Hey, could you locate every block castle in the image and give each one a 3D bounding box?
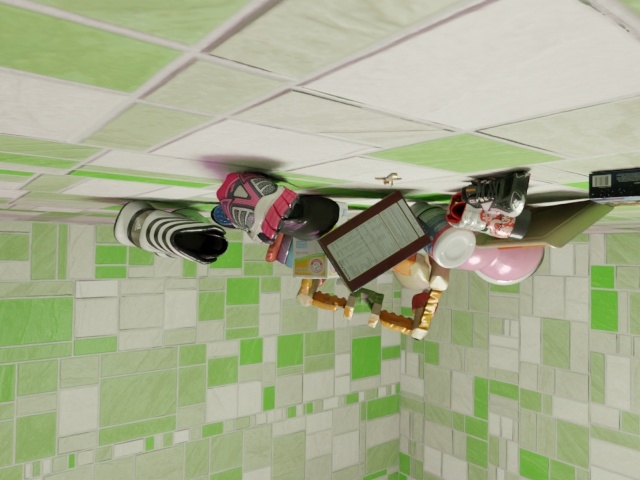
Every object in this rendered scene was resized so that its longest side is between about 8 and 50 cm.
[{"bbox_3d":[0.164,0.091,1.533,0.454,0.302,0.212,16,-142,8],"label":"block castle"}]

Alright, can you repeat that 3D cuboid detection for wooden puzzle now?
[{"bbox_3d":[0.512,-0.032,1.151,0.221,0.044,0.239,-29,-166,-23],"label":"wooden puzzle"}]

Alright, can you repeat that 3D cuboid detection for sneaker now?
[{"bbox_3d":[0.289,-0.077,0.842,0.077,0.071,0.178,12,173,-2],"label":"sneaker"},{"bbox_3d":[-0.096,-0.059,1.162,0.287,0.108,0.130,-3,169,23],"label":"sneaker"},{"bbox_3d":[-0.366,0.010,1.457,0.258,0.169,0.447,20,-178,16],"label":"sneaker"},{"bbox_3d":[0.347,-0.064,1.083,0.145,0.090,0.270,16,-171,3],"label":"sneaker"},{"bbox_3d":[-0.114,-0.070,0.860,0.112,0.120,0.299,31,174,-9],"label":"sneaker"},{"bbox_3d":[-0.198,-0.067,1.421,0.233,0.081,0.090,9,179,-20],"label":"sneaker"}]

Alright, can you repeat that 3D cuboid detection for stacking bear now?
[{"bbox_3d":[-0.039,0.044,1.844,0.289,0.175,0.164,18,165,0],"label":"stacking bear"}]

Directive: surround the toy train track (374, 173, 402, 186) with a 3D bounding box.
[{"bbox_3d":[0.121,-0.104,0.861,0.048,0.014,0.083,1,178,-2],"label":"toy train track"}]

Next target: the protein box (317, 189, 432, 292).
[{"bbox_3d":[0.113,0.005,1.117,0.201,0.135,0.200,-32,178,0],"label":"protein box"}]

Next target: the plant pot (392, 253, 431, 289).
[{"bbox_3d":[0.378,0.031,2.002,0.191,0.284,0.284,43,156,-27],"label":"plant pot"}]

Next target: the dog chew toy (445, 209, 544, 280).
[{"bbox_3d":[0.437,-0.002,1.362,0.332,0.206,0.207,9,177,-14],"label":"dog chew toy"}]

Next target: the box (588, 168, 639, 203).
[{"bbox_3d":[0.563,-0.084,0.765,0.233,0.044,0.159,0,178,42],"label":"box"}]

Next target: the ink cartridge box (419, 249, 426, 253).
[{"bbox_3d":[0.320,-0.021,1.681,0.140,0.082,0.191,35,-162,32],"label":"ink cartridge box"}]

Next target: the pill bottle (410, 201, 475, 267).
[{"bbox_3d":[0.279,-0.022,1.195,0.108,0.107,0.180,1,-153,-22],"label":"pill bottle"}]

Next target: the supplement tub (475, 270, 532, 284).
[{"bbox_3d":[0.669,0.036,1.769,0.236,0.235,0.325,0,179,27],"label":"supplement tub"}]

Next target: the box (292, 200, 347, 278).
[{"bbox_3d":[0.000,0.000,1.311,0.114,0.202,0.103,0,178,33],"label":"box"}]
